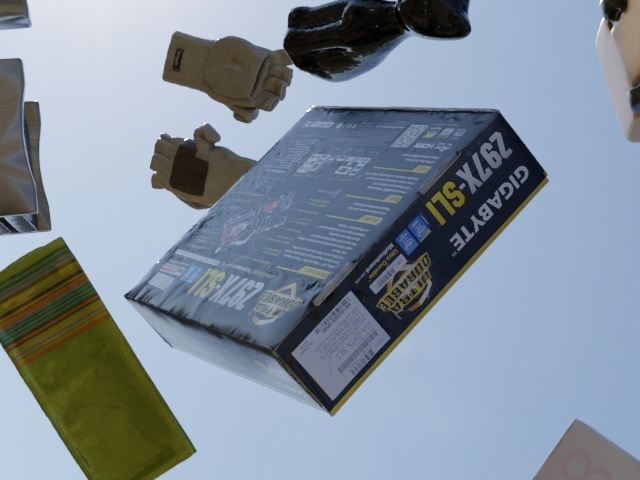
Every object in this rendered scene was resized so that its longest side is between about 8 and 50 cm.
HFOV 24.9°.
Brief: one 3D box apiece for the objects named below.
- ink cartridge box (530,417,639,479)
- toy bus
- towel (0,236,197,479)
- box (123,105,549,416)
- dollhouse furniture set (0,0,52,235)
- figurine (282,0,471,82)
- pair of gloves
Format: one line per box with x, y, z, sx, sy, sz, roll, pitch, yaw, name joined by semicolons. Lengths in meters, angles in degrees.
0.313;0.329;1.521;0.232;0.189;0.066;36;7;26;ink cartridge box
0.327;-0.194;1.204;0.333;0.130;0.108;111;-32;-69;toy bus
-0.217;0.120;1.317;0.237;0.102;0.021;58;2;-1;towel
0.000;0.000;1.191;0.079;0.257;0.322;49;-17;-22;box
-0.196;-0.092;0.644;0.129;0.129;0.184;159;-75;-82;dollhouse furniture set
0.074;-0.267;1.343;0.209;0.092;0.215;-6;-108;50;figurine
-0.136;-0.157;1.965;0.204;0.042;0.240;10;-87;32;pair of gloves
